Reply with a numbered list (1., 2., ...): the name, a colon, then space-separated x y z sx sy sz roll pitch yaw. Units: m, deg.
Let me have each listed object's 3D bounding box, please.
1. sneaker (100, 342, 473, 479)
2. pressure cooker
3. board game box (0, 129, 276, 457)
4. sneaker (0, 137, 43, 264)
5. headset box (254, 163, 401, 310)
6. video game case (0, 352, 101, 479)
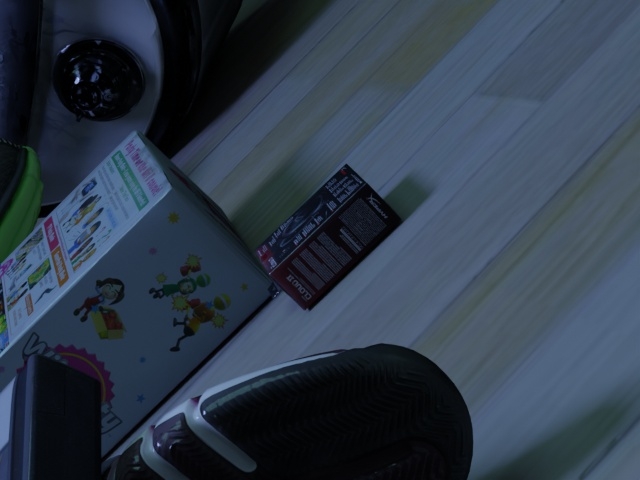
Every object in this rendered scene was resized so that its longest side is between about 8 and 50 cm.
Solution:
1. sneaker: -0.052 0.107 0.750 0.281 0.106 0.162 -38 14 21
2. pressure cooker: -0.266 -0.229 1.649 0.375 0.370 0.420 -26 23 22
3. board game box: -0.182 0.080 1.150 0.303 0.097 0.224 -45 17 1
4. sneaker: -0.409 0.070 1.354 0.483 0.202 0.185 -40 10 -13
5. headset box: 0.000 0.000 1.018 0.083 0.032 0.062 -45 15 1
6. video game case: -0.160 0.214 0.650 0.248 0.035 0.275 -45 32 29
